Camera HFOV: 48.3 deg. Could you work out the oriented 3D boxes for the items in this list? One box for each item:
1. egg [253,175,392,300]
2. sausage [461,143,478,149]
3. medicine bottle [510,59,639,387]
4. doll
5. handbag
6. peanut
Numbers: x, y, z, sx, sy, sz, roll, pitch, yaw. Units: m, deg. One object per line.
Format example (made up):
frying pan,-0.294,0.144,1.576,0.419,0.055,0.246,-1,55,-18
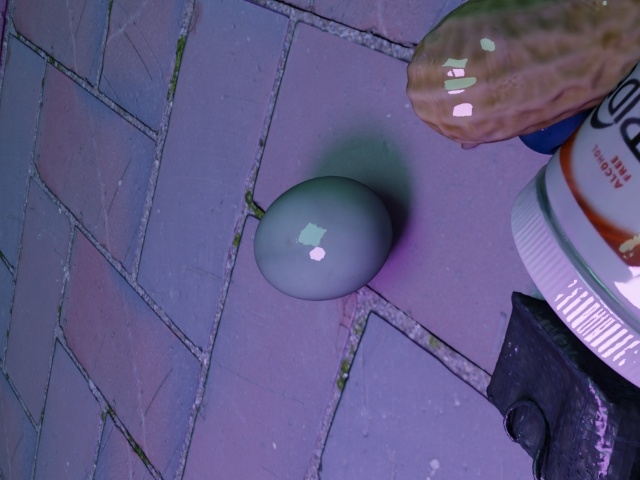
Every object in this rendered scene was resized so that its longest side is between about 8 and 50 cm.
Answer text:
egg,0.000,0.000,0.990,0.230,0.168,0.168,-24,74,50
sausage,0.171,-0.167,0.894,0.031,0.031,0.107,-37,65,43
medicine bottle,0.323,-0.032,0.564,0.241,0.252,0.253,-54,54,35
doll,0.245,-0.154,0.776,0.114,0.085,0.152,89,166,-57
handbag,0.247,0.167,0.732,0.270,0.088,0.175,-110,30,-66
peanut,0.236,-0.192,0.665,0.153,0.325,0.140,-119,3,-77
